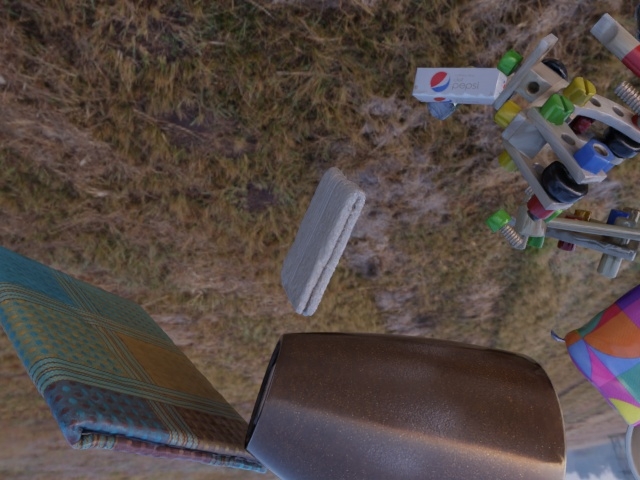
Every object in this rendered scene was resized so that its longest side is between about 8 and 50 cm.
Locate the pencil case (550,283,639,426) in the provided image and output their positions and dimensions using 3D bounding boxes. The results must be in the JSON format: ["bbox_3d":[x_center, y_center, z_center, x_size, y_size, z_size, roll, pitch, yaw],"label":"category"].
[{"bbox_3d":[0.322,0.057,0.419,0.236,0.104,0.104,-44,140,22],"label":"pencil case"}]

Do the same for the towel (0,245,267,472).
[{"bbox_3d":[-0.240,0.129,0.573,0.370,0.040,0.271,29,173,41],"label":"towel"}]

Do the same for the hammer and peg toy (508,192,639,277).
[{"bbox_3d":[0.547,-0.015,1.069,0.266,0.127,0.361,21,-159,30],"label":"hammer and peg toy"}]

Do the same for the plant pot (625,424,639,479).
[{"bbox_3d":[0.541,0.195,0.612,0.256,0.256,0.274,-31,-178,44],"label":"plant pot"}]

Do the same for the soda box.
[{"bbox_3d":[0.347,-0.389,1.252,0.216,0.073,0.069,13,-176,34],"label":"soda box"}]

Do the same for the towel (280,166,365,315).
[{"bbox_3d":[0.000,0.000,1.013,0.049,0.187,0.282,19,106,-23],"label":"towel"}]

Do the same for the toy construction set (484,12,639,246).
[{"bbox_3d":[0.323,-0.187,0.668,0.257,0.237,0.309,-35,167,-11],"label":"toy construction set"}]

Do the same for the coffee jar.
[{"bbox_3d":[0.393,-0.429,1.418,0.184,0.079,0.096,-41,-179,-22],"label":"coffee jar"}]

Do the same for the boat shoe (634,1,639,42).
[{"bbox_3d":[0.582,-0.387,0.811,0.114,0.302,0.091,-7,146,39],"label":"boat shoe"}]

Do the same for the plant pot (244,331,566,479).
[{"bbox_3d":[0.055,0.175,0.462,0.231,0.215,0.215,19,152,-4],"label":"plant pot"}]
